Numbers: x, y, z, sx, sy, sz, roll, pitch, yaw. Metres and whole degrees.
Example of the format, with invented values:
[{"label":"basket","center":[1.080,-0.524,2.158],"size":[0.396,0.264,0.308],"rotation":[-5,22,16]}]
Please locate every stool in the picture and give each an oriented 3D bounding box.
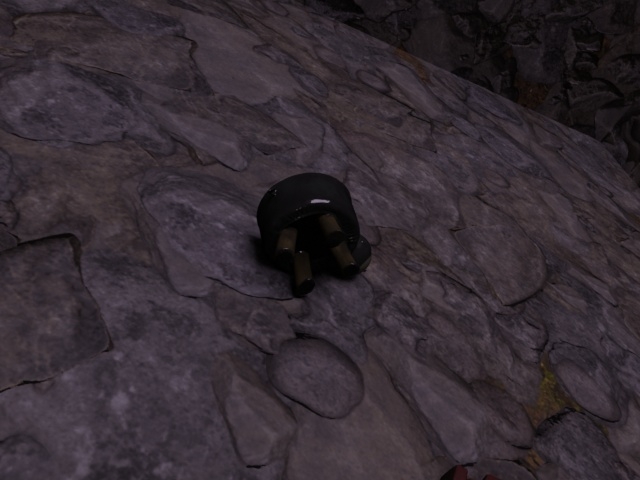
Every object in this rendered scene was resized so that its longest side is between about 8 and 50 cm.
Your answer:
[{"label":"stool","center":[0.006,-0.006,1.031],"size":[0.228,0.153,0.139],"rotation":[14,37,-27]}]

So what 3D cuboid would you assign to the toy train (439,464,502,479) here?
[{"label":"toy train","center":[0.192,0.401,0.685],"size":[0.221,0.150,0.304],"rotation":[27,33,9]}]
